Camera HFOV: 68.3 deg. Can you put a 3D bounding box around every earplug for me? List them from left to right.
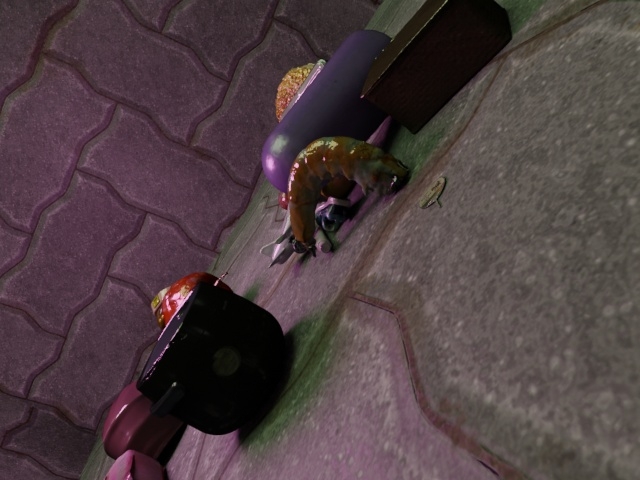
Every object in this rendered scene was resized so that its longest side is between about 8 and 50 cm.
[{"bbox_3d":[0.029,-0.289,1.136,0.456,0.215,0.215,-54,12,-25],"label":"earplug"}]

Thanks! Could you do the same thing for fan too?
[{"bbox_3d":[0.182,-0.076,0.745,0.060,0.003,0.080,-59,15,-5],"label":"fan"}]

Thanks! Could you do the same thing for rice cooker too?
[{"bbox_3d":[-0.204,0.230,0.917,0.267,0.224,0.267,-50,18,23],"label":"rice cooker"}]

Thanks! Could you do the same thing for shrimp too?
[{"bbox_3d":[0.018,-0.108,0.955,0.287,0.185,0.068,-41,-3,26],"label":"shrimp"}]

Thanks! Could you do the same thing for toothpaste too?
[{"bbox_3d":[0.000,0.000,1.123,0.048,0.031,0.190,-64,10,7],"label":"toothpaste"}]

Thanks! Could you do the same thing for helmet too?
[{"bbox_3d":[-0.517,0.516,1.386,0.271,0.197,0.338,-59,16,2],"label":"helmet"}]

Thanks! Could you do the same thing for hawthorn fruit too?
[{"bbox_3d":[-0.358,0.193,1.466,0.271,0.242,0.242,-48,17,30],"label":"hawthorn fruit"}]

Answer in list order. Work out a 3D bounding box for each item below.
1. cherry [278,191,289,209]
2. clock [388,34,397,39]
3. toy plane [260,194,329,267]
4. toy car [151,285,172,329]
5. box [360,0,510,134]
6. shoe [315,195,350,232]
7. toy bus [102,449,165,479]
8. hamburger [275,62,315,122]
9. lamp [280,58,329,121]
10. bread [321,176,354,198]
[{"bbox_3d":[-0.078,-0.153,1.588,0.107,0.090,0.225,-50,20,-20],"label":"cherry"},{"bbox_3d":[0.216,-0.572,1.471,0.144,0.103,0.231,-51,18,16],"label":"clock"},{"bbox_3d":[-0.056,-0.042,1.204,0.255,0.101,0.251,-60,2,4],"label":"toy plane"},{"bbox_3d":[-0.487,0.281,1.766,0.204,0.248,0.198,-47,56,27],"label":"toy car"},{"bbox_3d":[0.227,-0.379,0.960,0.273,0.143,0.184,-42,20,42],"label":"box"},{"bbox_3d":[0.026,-0.054,1.102,0.143,0.064,0.071,145,136,-66],"label":"shoe"},{"bbox_3d":[-0.437,0.597,1.086,0.147,0.127,0.303,-59,15,-18],"label":"toy bus"},{"bbox_3d":[-0.015,-0.440,1.567,0.302,0.302,0.170,-46,-2,37],"label":"hamburger"},{"bbox_3d":[0.011,-0.356,1.423,0.047,0.269,0.266,-19,-19,-45],"label":"lamp"},{"bbox_3d":[0.026,-0.177,1.278,0.147,0.098,0.217,-64,15,-12],"label":"bread"}]
